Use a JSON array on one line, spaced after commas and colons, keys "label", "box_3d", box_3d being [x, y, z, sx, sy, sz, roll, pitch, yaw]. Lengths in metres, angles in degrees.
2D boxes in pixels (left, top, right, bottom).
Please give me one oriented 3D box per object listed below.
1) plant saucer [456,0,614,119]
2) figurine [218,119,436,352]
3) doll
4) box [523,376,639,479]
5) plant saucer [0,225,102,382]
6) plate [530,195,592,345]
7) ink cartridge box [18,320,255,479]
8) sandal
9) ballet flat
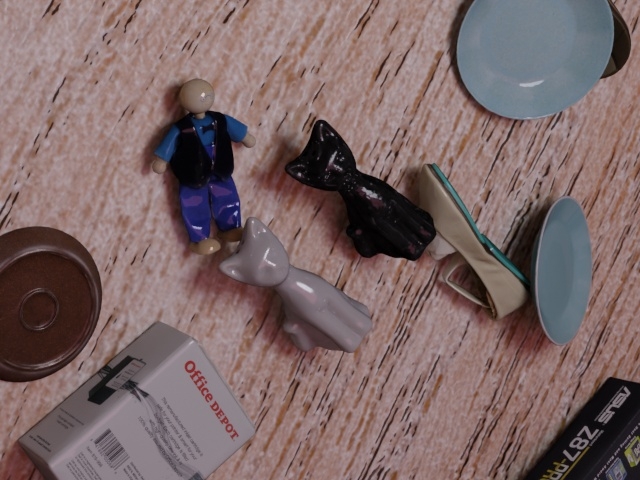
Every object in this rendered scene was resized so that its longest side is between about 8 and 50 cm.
[{"label": "plant saucer", "box_3d": [0.250, -0.240, 2.065, 0.195, 0.037, 0.195, -6, 117, -11]}, {"label": "figurine", "box_3d": [0.000, 0.000, 1.936, 0.215, 0.092, 0.209, -55, 133, -9]}, {"label": "doll", "box_3d": [-0.121, -0.085, 1.871, 0.129, 0.046, 0.189, -23, 118, -29]}, {"label": "box", "box_3d": [0.352, 0.425, 2.272, 0.395, 0.097, 0.318, -44, 124, -30]}, {"label": "plant saucer", "box_3d": [-0.297, 0.070, 1.806, 0.168, 0.029, 0.168, -11, 109, -33]}, {"label": "plate", "box_3d": [0.296, 0.038, 2.171, 0.188, 0.024, 0.188, -6, 97, -61]}, {"label": "ink cartridge box", "box_3d": [-0.195, 0.211, 1.877, 0.208, 0.087, 0.153, -40, 121, -18]}, {"label": "sandal", "box_3d": [0.309, -0.292, 2.102, 0.219, 0.090, 0.060, 52, 37, -22]}, {"label": "ballet flat", "box_3d": [0.169, 0.010, 2.082, 0.086, 0.086, 0.248, -51, 126, -13]}]
